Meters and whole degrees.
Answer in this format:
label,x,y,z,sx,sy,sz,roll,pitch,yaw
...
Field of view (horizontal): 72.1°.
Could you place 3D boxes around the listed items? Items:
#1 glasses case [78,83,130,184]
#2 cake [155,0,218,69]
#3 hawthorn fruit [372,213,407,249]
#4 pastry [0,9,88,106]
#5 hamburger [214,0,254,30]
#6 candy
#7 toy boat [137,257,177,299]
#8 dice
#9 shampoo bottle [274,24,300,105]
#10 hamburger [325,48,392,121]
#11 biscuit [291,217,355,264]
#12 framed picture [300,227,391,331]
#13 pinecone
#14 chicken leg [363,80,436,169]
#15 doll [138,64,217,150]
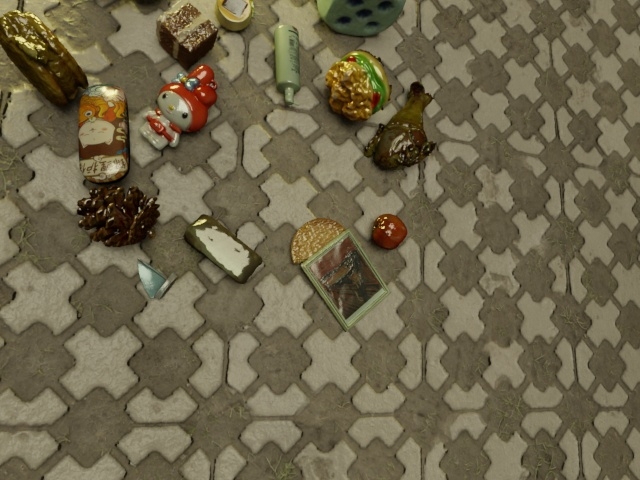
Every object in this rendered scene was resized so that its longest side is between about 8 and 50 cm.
label,x,y,z,sx,sy,sz,roll,pitch,yaw
glasses case,-0.601,-0.301,1.226,0.122,0.082,0.321,-7,68,-12
cake,-0.419,-0.643,1.367,0.147,0.134,0.135,46,68,-13
hawthorn fruit,0.231,-0.027,1.484,0.127,0.128,0.128,3,79,-18
pastry,-0.740,-0.496,1.179,0.240,0.235,0.132,39,67,11
hamburger,-0.285,-0.770,1.463,0.126,0.081,0.141,12,89,-14
candy,-0.290,0.026,1.303,0.234,0.102,0.104,41,71,-9
toy boat,-0.487,0.106,1.266,0.122,0.034,0.096,34,71,-1
dice,0.142,-0.905,1.534,0.264,0.262,0.269,-1,82,-19
shampoo bottle,-0.111,-0.586,1.484,0.085,0.085,0.263,0,80,-18
hamburger,0.110,-0.504,1.477,0.148,0.237,0.237,-39,94,-23
biscuit,0.000,0.000,1.440,0.224,0.033,0.145,-12,86,-23
framed picture,0.089,0.128,1.437,0.216,0.016,0.274,-38,101,-19
pinecone,-0.553,-0.064,1.189,0.212,0.185,0.169,3,80,-6
chicken leg,0.328,-0.397,1.568,0.211,0.140,0.361,38,74,0
doll,-0.414,-0.402,1.324,0.161,0.130,0.290,43,84,0
